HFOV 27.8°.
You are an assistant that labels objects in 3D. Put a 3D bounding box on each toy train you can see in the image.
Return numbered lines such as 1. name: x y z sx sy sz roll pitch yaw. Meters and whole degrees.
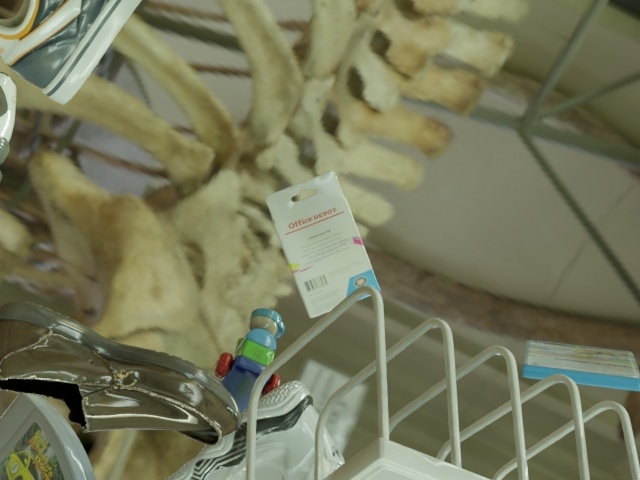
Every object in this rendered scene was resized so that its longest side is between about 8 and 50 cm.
1. toy train: -0.136 0.224 2.124 0.248 0.105 0.143 -55 -168 49

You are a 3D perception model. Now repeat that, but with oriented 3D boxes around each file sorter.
1. file sorter: 0.099 0.185 1.023 0.193 0.277 0.173 -43 -147 38

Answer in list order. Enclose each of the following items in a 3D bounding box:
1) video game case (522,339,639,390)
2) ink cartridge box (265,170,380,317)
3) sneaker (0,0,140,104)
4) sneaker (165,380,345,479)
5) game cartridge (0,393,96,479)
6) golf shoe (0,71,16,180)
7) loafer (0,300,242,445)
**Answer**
1. video game case: 0.276 0.131 1.376 0.166 0.119 0.015 -25 120 -79
2. ink cartridge box: 0.000 0.000 1.753 0.104 0.181 0.061 -21 -166 -1
3. sneaker: -0.226 -0.300 1.329 0.321 0.127 0.126 -53 -160 8
4. sneaker: -0.106 0.394 1.923 0.366 0.210 0.137 -43 167 15
5. game cartridge: -0.424 0.371 1.919 0.196 0.294 0.060 -48 139 11
6. golf shoe: -0.301 -0.097 0.889 0.077 0.198 0.094 95 12 -70
7. loafer: -0.287 0.210 1.750 0.134 0.365 0.130 127 -17 -59
